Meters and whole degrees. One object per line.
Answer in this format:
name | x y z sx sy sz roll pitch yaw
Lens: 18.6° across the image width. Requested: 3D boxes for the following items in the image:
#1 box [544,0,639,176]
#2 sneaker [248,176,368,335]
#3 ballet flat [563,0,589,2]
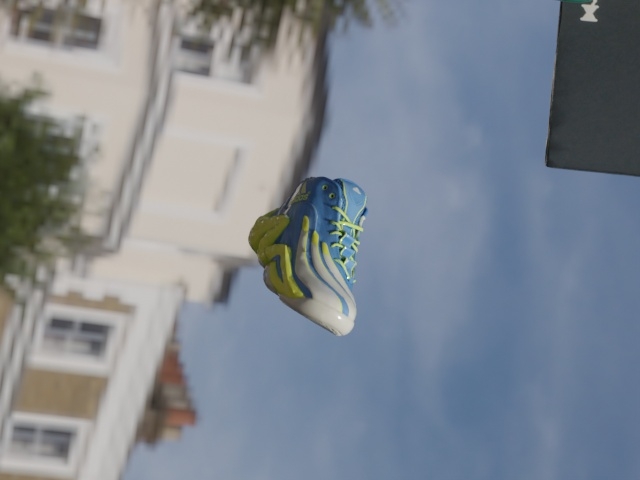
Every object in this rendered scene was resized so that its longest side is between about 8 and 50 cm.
box | 0.409 -0.224 2.093 0.395 0.294 0.212 -62 157 -65
sneaker | 0.000 0.000 1.968 0.126 0.091 0.240 -54 -150 8
ballet flat | 0.151 -0.288 1.860 0.086 0.248 0.086 -170 -90 -88
